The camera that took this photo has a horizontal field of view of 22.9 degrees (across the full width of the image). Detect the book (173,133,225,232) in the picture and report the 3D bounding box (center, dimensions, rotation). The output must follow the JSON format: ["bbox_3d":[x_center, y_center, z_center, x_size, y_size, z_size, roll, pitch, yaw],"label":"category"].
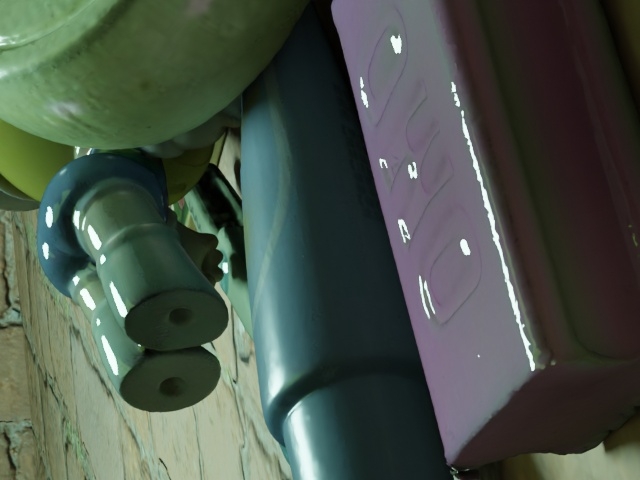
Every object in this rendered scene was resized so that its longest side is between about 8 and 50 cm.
[{"bbox_3d":[-0.123,-0.189,1.255,0.228,0.018,0.322,113,147,-60],"label":"book"}]

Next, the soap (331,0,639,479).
[{"bbox_3d":[0.064,-0.030,0.569,0.122,0.065,0.203,115,144,-63],"label":"soap"}]

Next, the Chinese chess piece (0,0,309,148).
[{"bbox_3d":[-0.105,-0.172,0.824,0.250,0.101,0.250,-17,62,36],"label":"Chinese chess piece"}]

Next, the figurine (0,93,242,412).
[{"bbox_3d":[-0.144,-0.074,0.962,0.382,0.205,0.225,-122,30,-58],"label":"figurine"}]

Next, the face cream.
[{"bbox_3d":[0.000,0.000,0.784,0.135,0.086,0.385,90,170,-52],"label":"face cream"}]

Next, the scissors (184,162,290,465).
[{"bbox_3d":[-0.043,0.025,1.016,0.289,0.041,0.138,-120,23,-53],"label":"scissors"}]
